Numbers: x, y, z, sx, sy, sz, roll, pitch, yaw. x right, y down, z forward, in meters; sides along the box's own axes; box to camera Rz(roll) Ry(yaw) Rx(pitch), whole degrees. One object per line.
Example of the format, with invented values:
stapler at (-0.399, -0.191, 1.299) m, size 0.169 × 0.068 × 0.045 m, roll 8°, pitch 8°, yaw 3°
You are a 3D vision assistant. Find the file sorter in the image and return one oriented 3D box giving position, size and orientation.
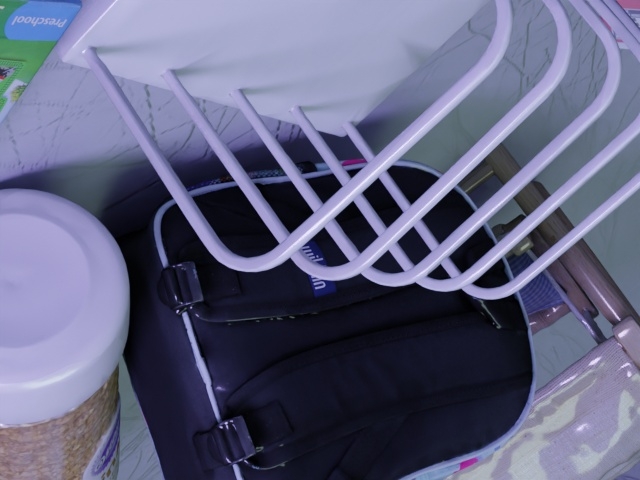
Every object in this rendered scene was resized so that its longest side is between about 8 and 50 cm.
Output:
file sorter at (0.046, -0.085, 0.751) m, size 0.193 × 0.173 × 0.278 m, roll -43°, pitch 156°, yaw 20°

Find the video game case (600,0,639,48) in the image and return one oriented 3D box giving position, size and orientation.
video game case at (0.244, -0.181, 0.792) m, size 0.285 × 0.204 × 0.025 m, roll 60°, pitch 43°, yaw -60°

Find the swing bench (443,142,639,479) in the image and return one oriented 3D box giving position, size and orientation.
swing bench at (0.130, 0.107, 1.163) m, size 0.253 × 0.254 × 0.165 m, roll -39°, pitch 158°, yaw 11°

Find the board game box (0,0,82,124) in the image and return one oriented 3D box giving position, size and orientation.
board game box at (-0.221, -0.044, 0.637) m, size 0.160 × 0.039 × 0.211 m, roll -6°, pitch 146°, yaw -51°

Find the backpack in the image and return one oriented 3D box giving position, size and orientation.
backpack at (0.002, 0.067, 0.931) m, size 0.253 × 0.225 × 0.191 m, roll -15°, pitch 169°, yaw -29°

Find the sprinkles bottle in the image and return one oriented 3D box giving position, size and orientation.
sprinkles bottle at (-0.181, 0.106, 0.902) m, size 0.121 × 0.121 × 0.355 m, roll -25°, pitch 158°, yaw -21°
